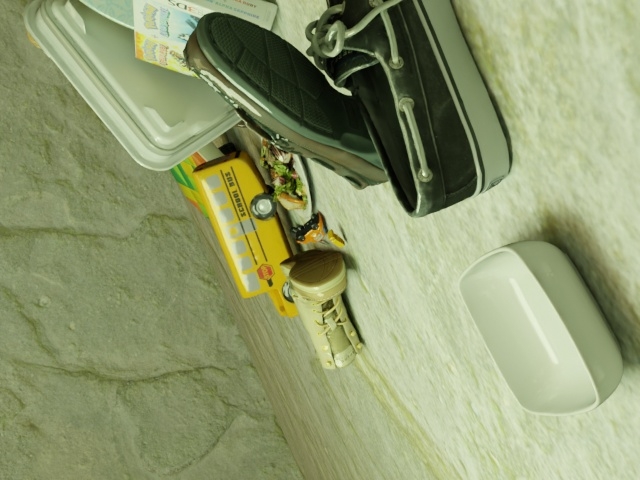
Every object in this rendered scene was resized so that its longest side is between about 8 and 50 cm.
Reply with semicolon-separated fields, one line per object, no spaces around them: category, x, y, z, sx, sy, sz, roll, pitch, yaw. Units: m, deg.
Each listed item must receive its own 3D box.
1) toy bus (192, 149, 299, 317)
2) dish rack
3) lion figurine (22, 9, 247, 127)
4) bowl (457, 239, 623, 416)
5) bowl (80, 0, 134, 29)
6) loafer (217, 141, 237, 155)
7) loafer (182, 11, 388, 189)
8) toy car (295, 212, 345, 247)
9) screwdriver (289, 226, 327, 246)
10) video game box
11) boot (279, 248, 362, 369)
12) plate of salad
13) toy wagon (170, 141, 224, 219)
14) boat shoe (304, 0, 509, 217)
toy bus;-0.126;-0.005;1.327;0.108;0.130;0.332;-106;-3;-74
dish rack;-0.275;-0.306;1.116;0.072;0.285;0.333;-29;103;46
lion figurine;-0.313;-0.301;1.209;0.392;0.240;0.142;46;138;-2
bowl;0.182;0.068;0.557;0.142;0.053;0.142;63;166;10
bowl;-0.231;-0.427;0.942;0.289;0.289;0.156;125;160;-73
loafer;-0.216;-0.165;1.580;0.061;0.062;0.170;59;166;9
loafer;-0.017;-0.105;0.615;0.084;0.267;0.096;-33;51;35
toy car;0.000;0.000;1.093;0.040;0.060;0.122;37;-173;-28
screwdriver;-0.024;-0.002;1.222;0.024;0.025;0.170;70;168;-16
video game box;-0.171;-0.297;0.973;0.205;0.187;0.048;135;152;-71
boot;0.014;0.125;1.152;0.203;0.095;0.262;68;167;-8
plate of salad;-0.070;-0.125;1.149;0.200;0.048;0.200;59;164;27
toy wagon;-0.240;-0.112;1.556;0.267;0.068;0.344;26;151;38
boat shoe;0.044;-0.166;0.569;0.306;0.105;0.113;66;165;-3
